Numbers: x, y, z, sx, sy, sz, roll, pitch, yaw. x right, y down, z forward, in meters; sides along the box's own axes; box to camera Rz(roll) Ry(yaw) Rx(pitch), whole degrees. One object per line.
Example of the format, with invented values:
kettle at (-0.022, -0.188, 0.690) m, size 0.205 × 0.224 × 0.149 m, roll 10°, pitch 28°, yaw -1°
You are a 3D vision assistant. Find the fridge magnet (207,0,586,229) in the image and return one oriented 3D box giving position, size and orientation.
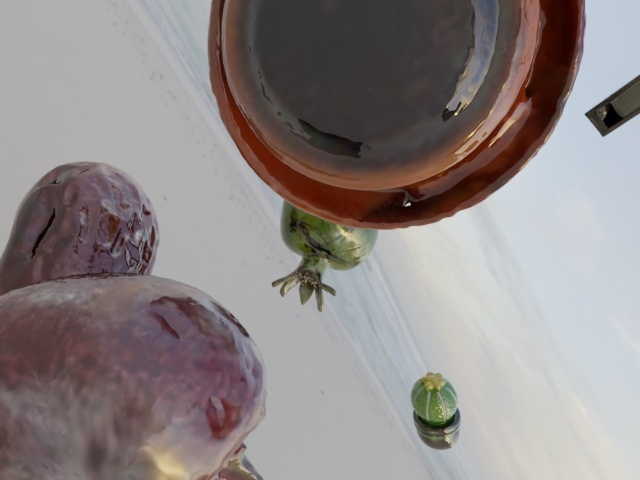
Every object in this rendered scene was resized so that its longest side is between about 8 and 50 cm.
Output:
fridge magnet at (0.054, -0.188, 0.537) m, size 0.364 × 0.363 × 0.155 m, roll 65°, pitch 19°, yaw -2°

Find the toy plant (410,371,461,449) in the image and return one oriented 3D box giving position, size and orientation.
toy plant at (0.222, 0.323, 1.105) m, size 0.093 × 0.092 × 0.163 m, roll -106°, pitch -176°, yaw -61°

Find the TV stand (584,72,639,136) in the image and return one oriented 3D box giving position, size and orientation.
TV stand at (0.436, -0.215, 0.670) m, size 0.049 × 0.256 × 0.040 m, roll -33°, pitch 85°, yaw -42°

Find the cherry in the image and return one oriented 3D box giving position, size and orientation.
cherry at (-0.173, 0.137, 0.465) m, size 0.203 × 0.300 × 0.231 m, roll -99°, pitch -153°, yaw -72°

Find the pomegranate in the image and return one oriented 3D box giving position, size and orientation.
pomegranate at (0.000, 0.000, 0.844) m, size 0.151 × 0.191 × 0.131 m, roll 27°, pitch -15°, yaw 3°

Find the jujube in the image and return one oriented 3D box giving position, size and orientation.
jujube at (-0.287, 0.017, 0.697) m, size 0.183 × 0.183 × 0.243 m, roll 60°, pitch 21°, yaw -47°
